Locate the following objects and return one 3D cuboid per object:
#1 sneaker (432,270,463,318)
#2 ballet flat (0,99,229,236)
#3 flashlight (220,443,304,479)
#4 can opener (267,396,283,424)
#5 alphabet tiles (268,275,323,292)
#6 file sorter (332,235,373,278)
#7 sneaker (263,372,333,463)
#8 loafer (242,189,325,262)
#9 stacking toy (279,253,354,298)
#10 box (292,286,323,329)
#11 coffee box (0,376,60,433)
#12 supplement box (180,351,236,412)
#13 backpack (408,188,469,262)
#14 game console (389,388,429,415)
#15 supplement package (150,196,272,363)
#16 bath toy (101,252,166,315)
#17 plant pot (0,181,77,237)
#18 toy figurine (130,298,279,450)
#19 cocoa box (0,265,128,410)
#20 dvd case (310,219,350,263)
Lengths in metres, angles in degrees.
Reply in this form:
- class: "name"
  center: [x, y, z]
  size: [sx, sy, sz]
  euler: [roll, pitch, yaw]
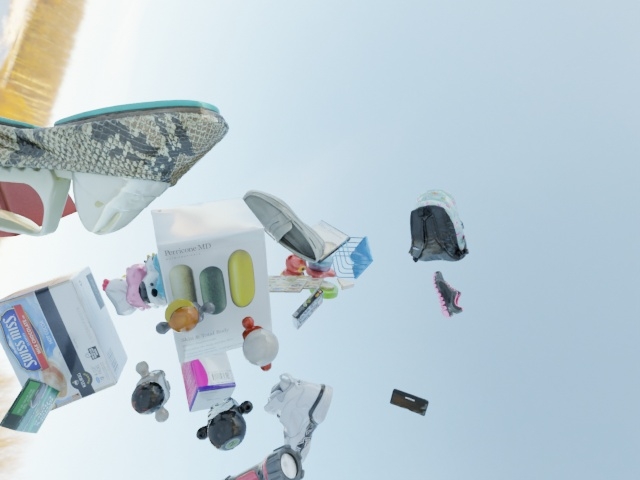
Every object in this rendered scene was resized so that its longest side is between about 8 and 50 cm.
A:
- class: "sneaker"
  center: [0.311, 0.126, 0.986]
  size: [0.057, 0.047, 0.119]
  euler: [-26, -117, 29]
- class: "ballet flat"
  center: [-0.362, -0.095, 0.567]
  size: [0.482, 0.164, 0.182]
  euler: [3, -90, 6]
- class: "flashlight"
  center: [-0.180, 0.653, 1.094]
  size: [0.304, 0.103, 0.103]
  euler: [-39, -129, 23]
- class: "can opener"
  center: [-0.154, 0.817, 1.918]
  size: [0.095, 0.283, 0.076]
  euler: [-40, -152, -12]
- class: "alphabet tiles"
  center: [-0.165, 0.165, 1.574]
  size: [0.342, 0.285, 0.011]
  euler: [0, -85, 8]
- class: "file sorter"
  center: [0.130, 0.074, 1.721]
  size: [0.170, 0.104, 0.118]
  euler: [123, -38, -52]
- class: "sneaker"
  center: [-0.110, 0.645, 1.475]
  size: [0.137, 0.210, 0.366]
  euler: [-61, 175, -74]
- class: "loafer"
  center: [-0.119, -0.045, 1.307]
  size: [0.112, 0.319, 0.111]
  euler: [-51, -170, 24]
- class: "stacking toy"
  center: [0.000, 0.132, 1.850]
  size: [0.279, 0.308, 0.131]
  euler: [23, -68, 30]
- class: "box"
  center: [-0.043, 0.234, 1.399]
  size: [0.027, 0.094, 0.137]
  euler: [35, -118, 19]
- class: "coffee box"
  center: [-0.703, 0.407, 0.997]
  size: [0.184, 0.040, 0.113]
  euler: [126, -16, -56]
- class: "supplement box"
  center: [-0.344, 0.377, 1.216]
  size: [0.114, 0.111, 0.220]
  euler: [-63, -141, 30]
- class: "backpack"
  center: [0.294, -0.038, 1.049]
  size: [0.151, 0.182, 0.115]
  euler: [-7, -145, 26]
- class: "game console"
  center: [0.305, 0.540, 1.393]
  size: [0.122, 0.071, 0.107]
  euler: [15, -58, 16]
- class: "supplement package"
  center: [-0.229, 0.073, 0.862]
  size: [0.198, 0.199, 0.263]
  euler: [-135, -140, -56]
- class: "bath toy"
  center: [-0.504, 0.117, 1.156]
  size: [0.348, 0.129, 0.151]
  euler: [-20, -146, 38]
- class: "plant pot"
  center: [-1.046, -0.165, 1.362]
  size: [0.267, 0.267, 0.236]
  euler: [-1, -69, 14]
- class: "toy figurine"
  center: [-0.191, 0.214, 0.680]
  size: [0.213, 0.209, 0.148]
  euler: [-66, -169, -13]
- class: "cocoa box"
  center: [-0.776, 0.290, 1.235]
  size: [0.231, 0.227, 0.347]
  euler: [-162, -126, -72]
- class: "dvd case"
  center: [0.000, 0.000, 1.865]
  size: [0.180, 0.253, 0.022]
  euler: [31, -49, 22]
